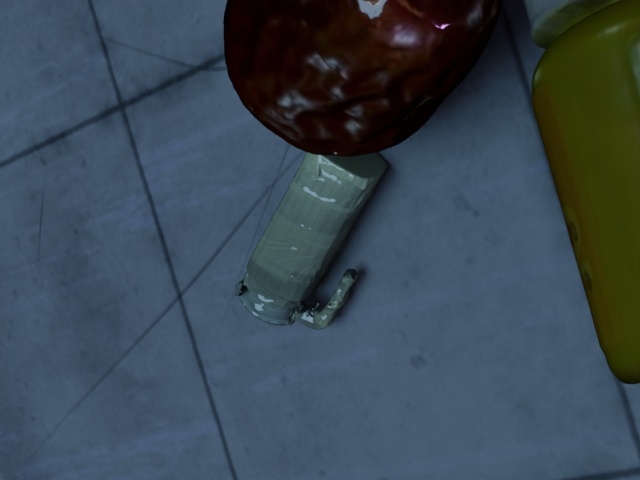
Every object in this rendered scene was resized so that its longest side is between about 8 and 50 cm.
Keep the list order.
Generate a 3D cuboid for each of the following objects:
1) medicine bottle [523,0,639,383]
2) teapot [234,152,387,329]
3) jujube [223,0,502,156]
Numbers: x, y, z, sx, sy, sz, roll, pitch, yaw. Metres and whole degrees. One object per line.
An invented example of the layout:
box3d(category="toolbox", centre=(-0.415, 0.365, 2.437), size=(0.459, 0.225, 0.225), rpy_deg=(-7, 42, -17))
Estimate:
box3d(category="medicine bottle", centre=(0.270, -0.103, 0.994), size=(0.224, 0.224, 0.384), rpy_deg=(-23, 78, 39))
box3d(category="teapot", centre=(0.000, 0.000, 1.337), size=(0.107, 0.077, 0.200), rpy_deg=(33, 120, 6))
box3d(category="jujube", centre=(0.033, -0.188, 1.144), size=(0.318, 0.223, 0.223), rpy_deg=(163, 92, -69))
